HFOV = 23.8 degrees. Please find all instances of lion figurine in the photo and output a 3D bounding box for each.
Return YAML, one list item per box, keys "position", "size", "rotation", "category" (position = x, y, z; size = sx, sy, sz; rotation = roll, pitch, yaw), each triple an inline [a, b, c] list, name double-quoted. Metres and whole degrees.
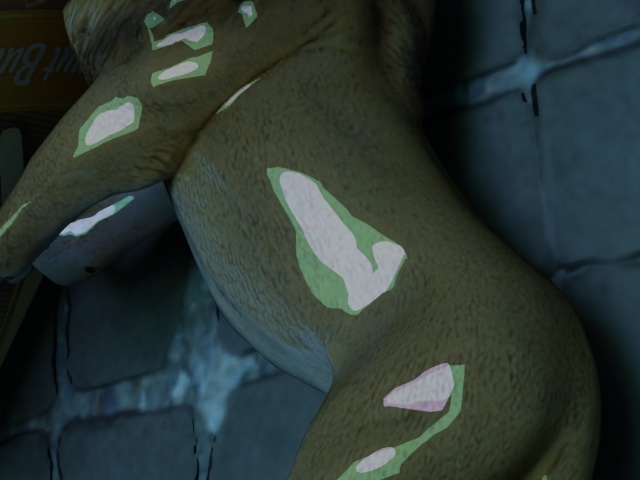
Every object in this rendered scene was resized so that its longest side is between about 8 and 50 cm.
- position: [0.000, 0.000, 0.533]
  size: [0.240, 0.142, 0.392]
  rotation: [-38, 70, 15]
  category: "lion figurine"

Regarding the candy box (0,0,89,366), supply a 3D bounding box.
- position: [-0.169, -0.067, 0.617]
  size: [0.087, 0.183, 0.316]
  rotation: [24, 88, 29]
  category: "candy box"
